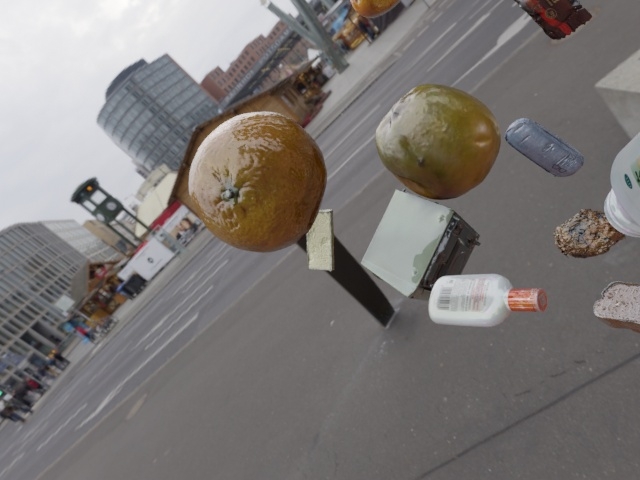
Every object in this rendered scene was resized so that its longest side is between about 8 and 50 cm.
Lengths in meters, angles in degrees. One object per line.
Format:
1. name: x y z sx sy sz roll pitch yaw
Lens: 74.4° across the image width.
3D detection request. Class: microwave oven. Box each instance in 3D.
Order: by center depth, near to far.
1. microwave oven: 0.375 0.042 1.492 0.247 0.394 0.333 29 96 33

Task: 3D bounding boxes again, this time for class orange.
1. orange: -0.109 -0.101 0.756 0.264 0.264 0.264 -42 17 16

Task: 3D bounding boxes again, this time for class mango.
1. mango: 0.154 -0.662 1.107 0.217 0.102 0.141 -32 -27 -44

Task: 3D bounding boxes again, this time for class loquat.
1. loquat: 0.276 -0.238 1.001 0.276 0.284 0.276 -38 36 35

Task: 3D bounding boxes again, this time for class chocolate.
1. chocolate: 0.337 -0.390 0.662 0.028 0.182 0.086 -49 10 -8
2. chocolate: 0.970 0.212 1.287 0.148 0.093 0.214 -50 12 -10

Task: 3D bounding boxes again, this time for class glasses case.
1. glasses case: 0.767 -0.317 1.449 0.067 0.282 0.109 -61 5 -35

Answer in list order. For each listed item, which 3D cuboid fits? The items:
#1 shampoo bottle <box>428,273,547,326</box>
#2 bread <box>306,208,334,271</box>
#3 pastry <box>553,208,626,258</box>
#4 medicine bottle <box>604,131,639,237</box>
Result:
1. shampoo bottle: 0.312 0.114 0.807 0.221 0.051 0.108 -9 52 51
2. bread: 0.000 0.000 1.031 0.068 0.153 0.028 1 11 19
3. pastry: 1.117 -0.046 1.769 0.275 0.193 0.275 -38 7 5
4. medicine bottle: 0.550 -0.099 0.627 0.124 0.179 0.324 -29 -18 5
